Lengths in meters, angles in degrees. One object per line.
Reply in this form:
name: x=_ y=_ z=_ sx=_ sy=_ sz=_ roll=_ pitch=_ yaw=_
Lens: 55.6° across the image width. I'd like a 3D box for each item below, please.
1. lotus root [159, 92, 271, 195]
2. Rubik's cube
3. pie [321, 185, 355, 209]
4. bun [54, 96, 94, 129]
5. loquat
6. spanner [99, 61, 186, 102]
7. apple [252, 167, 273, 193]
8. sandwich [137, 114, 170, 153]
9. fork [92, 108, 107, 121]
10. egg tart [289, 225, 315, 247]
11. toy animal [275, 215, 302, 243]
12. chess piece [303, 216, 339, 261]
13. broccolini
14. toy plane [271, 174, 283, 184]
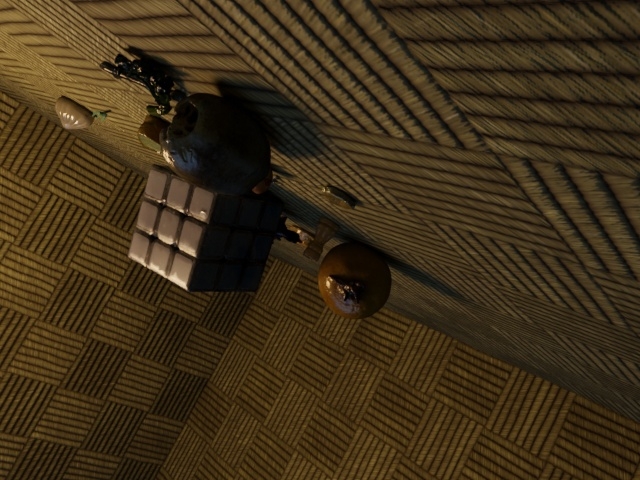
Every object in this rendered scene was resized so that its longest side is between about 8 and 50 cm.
lotus root: x=-0.164 y=-0.157 z=1.115 sx=0.140 sy=0.158 sz=0.322 roll=25 pitch=180 yaw=23
Rubik's cube: x=-0.341 y=-0.035 z=1.814 sx=0.304 sy=0.305 sz=0.301 roll=21 pitch=-172 yaw=34
pie: x=0.039 y=-0.094 z=1.324 sx=0.084 sy=0.020 sz=0.084 roll=28 pitch=171 yaw=5
bun: x=-0.866 y=-0.431 z=2.114 sx=0.138 sy=0.094 sz=0.138 roll=31 pitch=175 yaw=3
loquat: x=0.101 y=0.124 z=1.837 sx=0.244 sy=0.244 sz=0.244 roll=28 pitch=173 yaw=4
spanner: x=-0.358 y=-0.320 z=1.249 sx=0.254 sy=0.015 sz=0.054 roll=25 pitch=174 yaw=24
apple: x=-0.151 y=-0.153 z=1.440 sx=0.084 sy=0.071 sz=0.084 roll=35 pitch=178 yaw=1
sandwich: x=-0.385 y=-0.251 z=1.650 sx=0.214 sy=0.065 sz=0.186 roll=28 pitch=173 yaw=-10
fork: x=-0.698 y=-0.405 z=1.950 sx=0.039 sy=0.021 sz=0.235 roll=27 pitch=173 yaw=-28
egg tart: x=-0.066 y=-0.011 z=2.222 sx=0.129 sy=0.049 sz=0.129 roll=28 pitch=171 yaw=5
toy animal: x=-0.191 y=-0.065 z=2.034 sx=0.298 sy=0.122 sz=0.185 roll=34 pitch=-175 yaw=13
chess piece: x=0.000 y=0.000 z=1.731 sx=0.066 sy=0.122 sz=0.066 roll=27 pitch=173 yaw=4
broccolini: x=-0.347 y=-0.293 z=1.181 sx=0.123 sy=0.062 sz=0.271 roll=45 pitch=167 yaw=-10
toy plane: x=-0.125 y=-0.151 z=1.528 sx=0.078 sy=0.024 sz=0.084 roll=11 pitch=180 yaw=-21
